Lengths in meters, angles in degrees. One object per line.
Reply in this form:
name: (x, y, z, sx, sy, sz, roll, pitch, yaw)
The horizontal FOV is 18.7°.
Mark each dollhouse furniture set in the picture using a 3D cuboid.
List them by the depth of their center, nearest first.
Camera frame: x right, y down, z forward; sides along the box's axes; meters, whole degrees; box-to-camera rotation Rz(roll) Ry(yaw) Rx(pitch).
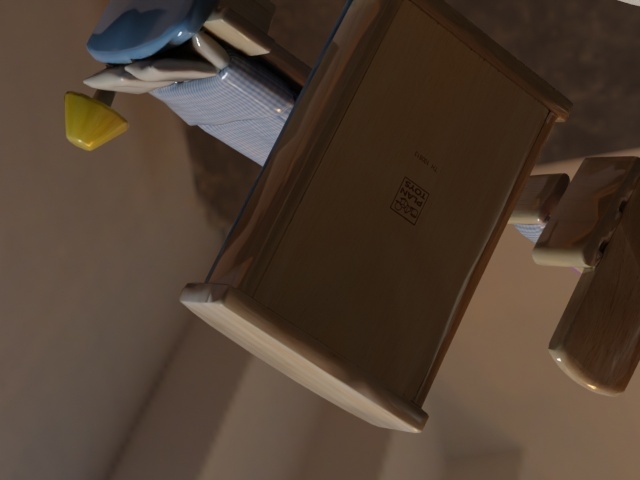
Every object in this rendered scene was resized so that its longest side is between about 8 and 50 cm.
dollhouse furniture set: (0.000, 0.000, 1.124, 0.286, 0.303, 0.198, 35, -106, -27)

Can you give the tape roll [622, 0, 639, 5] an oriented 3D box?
tape roll: (0.267, -0.367, 1.444, 0.072, 0.392, 0.392, 12, -116, -26)
